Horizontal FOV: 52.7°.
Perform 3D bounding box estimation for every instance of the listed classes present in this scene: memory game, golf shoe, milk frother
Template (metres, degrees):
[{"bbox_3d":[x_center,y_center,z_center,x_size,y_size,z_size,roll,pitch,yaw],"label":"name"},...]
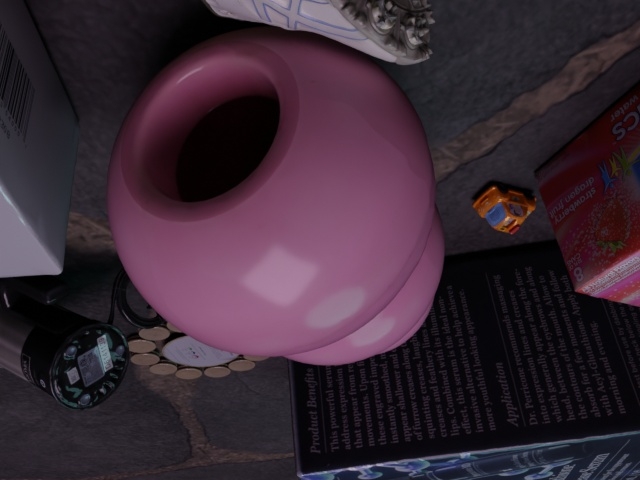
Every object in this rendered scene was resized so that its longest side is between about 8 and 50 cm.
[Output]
[{"bbox_3d":[-0.151,0.135,0.815,0.186,0.012,0.186,-4,146,-3],"label":"memory game"},{"bbox_3d":[-0.018,-0.139,0.332,0.176,0.069,0.086,24,156,-34],"label":"golf shoe"},{"bbox_3d":[-0.242,0.080,0.652,0.134,0.129,0.143,14,-167,35],"label":"milk frother"}]

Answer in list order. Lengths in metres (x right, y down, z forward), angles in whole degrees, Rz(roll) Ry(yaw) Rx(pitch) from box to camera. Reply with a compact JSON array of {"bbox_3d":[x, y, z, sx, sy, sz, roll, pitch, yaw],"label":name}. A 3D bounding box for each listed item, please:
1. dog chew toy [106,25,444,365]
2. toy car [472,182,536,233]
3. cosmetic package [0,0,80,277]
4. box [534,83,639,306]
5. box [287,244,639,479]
[{"bbox_3d":[0.000,0.000,0.481,0.206,0.207,0.332,-17,153,16],"label":"dog chew toy"},{"bbox_3d":[0.149,-0.009,0.624,0.060,0.041,0.122,24,135,-38],"label":"toy car"},{"bbox_3d":[-0.282,-0.083,0.351,0.224,0.138,0.224,-6,147,-4],"label":"cosmetic package"},{"bbox_3d":[0.307,-0.063,0.490,0.122,0.128,0.257,12,143,-26],"label":"box"},{"bbox_3d":[0.178,0.179,0.758,0.395,0.212,0.293,-9,147,5],"label":"box"}]
